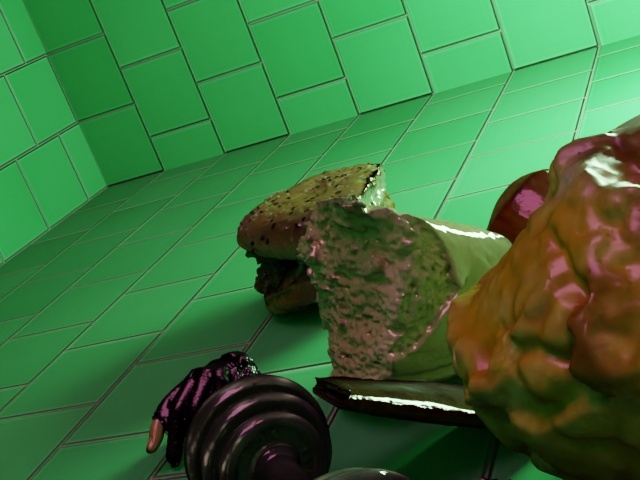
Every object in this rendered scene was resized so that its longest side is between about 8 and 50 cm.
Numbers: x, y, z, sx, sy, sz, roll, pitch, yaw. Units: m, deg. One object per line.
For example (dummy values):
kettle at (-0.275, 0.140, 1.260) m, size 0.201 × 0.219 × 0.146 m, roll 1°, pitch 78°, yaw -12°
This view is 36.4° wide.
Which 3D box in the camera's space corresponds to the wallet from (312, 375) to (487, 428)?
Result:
wallet at (0.123, 0.183, 1.116) m, size 0.255 × 0.031 × 0.137 m, roll 9°, pitch 2°, yaw -19°

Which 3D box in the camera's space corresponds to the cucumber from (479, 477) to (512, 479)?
cucumber at (0.140, 0.329, 0.765) m, size 0.096 × 0.096 × 0.359 m, roll -16°, pitch 18°, yaw 17°

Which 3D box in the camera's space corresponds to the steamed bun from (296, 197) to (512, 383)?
steamed bun at (0.102, 0.090, 1.332) m, size 0.273 × 0.272 × 0.290 m, roll 10°, pitch 6°, yaw -25°

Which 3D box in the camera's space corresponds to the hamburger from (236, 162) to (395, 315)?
hamburger at (0.000, 0.000, 1.735) m, size 0.276 × 0.195 × 0.318 m, roll -15°, pitch 17°, yaw 15°

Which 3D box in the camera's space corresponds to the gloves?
gloves at (-0.176, 0.236, 1.382) m, size 0.180 × 0.106 × 0.129 m, roll -28°, pitch 20°, yaw -32°

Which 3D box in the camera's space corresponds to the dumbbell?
dumbbell at (-0.018, 0.265, 1.002) m, size 0.179 × 0.179 × 0.406 m, roll -27°, pitch 19°, yaw -17°

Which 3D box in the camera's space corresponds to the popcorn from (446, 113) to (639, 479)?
popcorn at (0.331, 0.073, 0.944) m, size 0.390 × 0.354 × 0.344 m, roll -60°, pitch 24°, yaw 16°

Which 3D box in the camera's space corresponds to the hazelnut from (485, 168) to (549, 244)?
hazelnut at (0.338, -0.011, 1.393) m, size 0.210 × 0.186 × 0.210 m, roll -17°, pitch -2°, yaw 0°
